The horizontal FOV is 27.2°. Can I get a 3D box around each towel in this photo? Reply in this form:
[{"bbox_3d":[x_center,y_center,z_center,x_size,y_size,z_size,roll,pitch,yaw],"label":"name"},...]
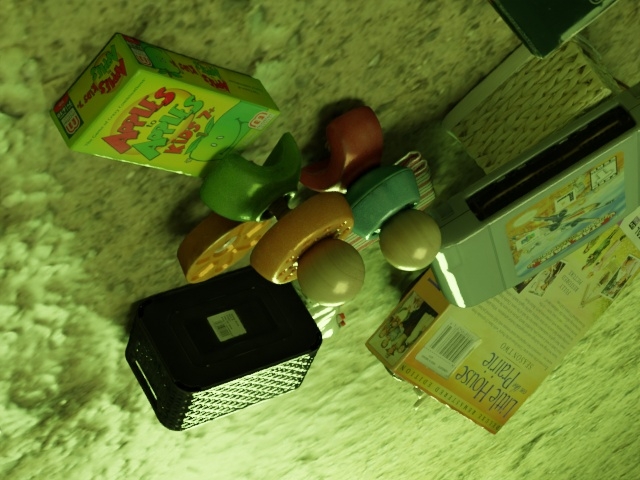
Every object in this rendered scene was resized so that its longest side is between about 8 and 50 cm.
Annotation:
[{"bbox_3d":[0.056,-0.033,1.426,0.144,0.029,0.197,-32,167,1],"label":"towel"}]

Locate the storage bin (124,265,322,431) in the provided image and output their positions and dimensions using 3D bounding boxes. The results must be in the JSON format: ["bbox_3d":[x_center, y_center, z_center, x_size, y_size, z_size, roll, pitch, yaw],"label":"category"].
[{"bbox_3d":[-0.104,0.112,1.414,0.180,0.122,0.084,-17,150,-30],"label":"storage bin"}]

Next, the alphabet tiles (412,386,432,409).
[{"bbox_3d":[0.243,0.132,1.884,0.284,0.021,0.278,-25,159,-48],"label":"alphabet tiles"}]

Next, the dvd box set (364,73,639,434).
[{"bbox_3d":[0.274,0.031,1.611,0.420,0.062,0.308,-50,142,4],"label":"dvd box set"}]

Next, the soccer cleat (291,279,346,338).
[{"bbox_3d":[-0.015,0.075,1.520,0.076,0.068,0.196,-26,156,-7],"label":"soccer cleat"}]

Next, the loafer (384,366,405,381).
[{"bbox_3d":[0.143,0.154,1.850,0.148,0.056,0.050,-18,151,-49],"label":"loafer"}]

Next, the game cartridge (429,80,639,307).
[{"bbox_3d":[0.247,-0.042,1.386,0.297,0.062,0.198,-32,149,-1],"label":"game cartridge"}]

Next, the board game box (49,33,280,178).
[{"bbox_3d":[-0.125,-0.106,1.101,0.092,0.043,0.181,-44,152,23],"label":"board game box"}]

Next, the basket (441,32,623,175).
[{"bbox_3d":[0.233,-0.131,1.391,0.167,0.103,0.113,-41,152,19],"label":"basket"}]

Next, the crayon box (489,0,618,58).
[{"bbox_3d":[0.227,-0.250,1.096,0.202,0.081,0.318,-39,-175,11],"label":"crayon box"}]

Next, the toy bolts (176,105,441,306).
[{"bbox_3d":[0.000,0.000,1.249,0.229,0.158,0.218,-27,162,-39],"label":"toy bolts"}]

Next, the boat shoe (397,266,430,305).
[{"bbox_3d":[0.212,0.061,1.718,0.258,0.095,0.095,-25,157,-16],"label":"boat shoe"}]
